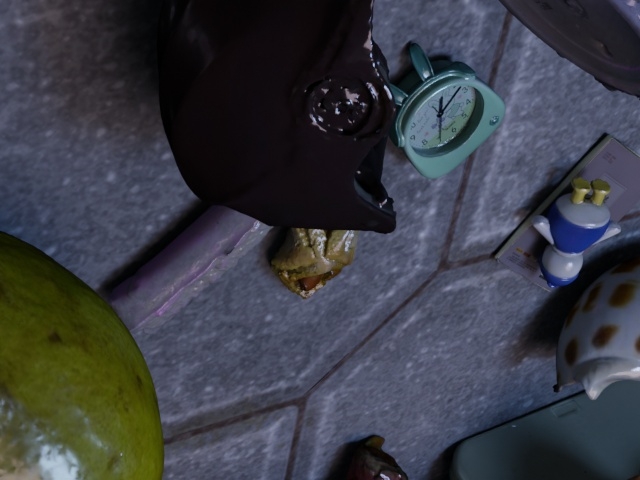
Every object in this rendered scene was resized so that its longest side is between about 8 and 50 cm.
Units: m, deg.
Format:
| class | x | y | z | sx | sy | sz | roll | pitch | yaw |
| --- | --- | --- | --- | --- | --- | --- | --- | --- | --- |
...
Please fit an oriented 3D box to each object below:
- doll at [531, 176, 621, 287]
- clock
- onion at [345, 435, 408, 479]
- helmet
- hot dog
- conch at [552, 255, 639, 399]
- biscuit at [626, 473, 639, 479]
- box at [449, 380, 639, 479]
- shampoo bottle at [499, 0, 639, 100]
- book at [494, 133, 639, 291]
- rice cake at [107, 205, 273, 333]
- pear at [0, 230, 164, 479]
| class | x | y | z | sx | sy | sz | roll | pitch | yaw |
| --- | --- | --- | --- | --- | --- | --- | --- | --- | --- |
| doll | 0.262 | -0.003 | 1.505 | 0.098 | 0.058 | 0.143 | 3 | 131 | -11 |
| clock | 0.103 | -0.120 | 1.297 | 0.101 | 0.041 | 0.135 | -42 | 141 | 6 |
| onion | 0.044 | 0.438 | 1.632 | 0.398 | 0.398 | 0.420 | 30 | 63 | -50 |
| helmet | -0.033 | -0.140 | 1.048 | 0.177 | 0.225 | 0.305 | -2 | 131 | 4 |
| hot dog | 0.001 | 0.000 | 1.322 | 0.078 | 0.061 | 0.169 | -11 | 135 | -28 |
| conch | 0.389 | 0.087 | 1.643 | 0.274 | 0.182 | 0.149 | -11 | 101 | -33 |
| biscuit | 0.391 | 0.409 | 1.768 | 0.455 | 0.078 | 0.350 | 3 | 134 | -43 |
| box | 0.324 | 0.377 | 1.871 | 0.351 | 0.177 | 0.344 | -18 | 139 | -24 |
| shampoo bottle | 0.264 | -0.269 | 1.086 | 0.266 | 0.273 | 0.273 | -47 | 142 | -4 |
| book | 0.278 | -0.027 | 1.550 | 0.182 | 0.014 | 0.127 | -48 | 141 | 14 |
| rice cake | -0.075 | -0.017 | 1.252 | 0.270 | 0.055 | 0.049 | -41 | 162 | 7 |
| pear | -0.271 | 0.132 | 1.087 | 0.287 | 0.287 | 0.375 | -28 | 125 | -12 |
